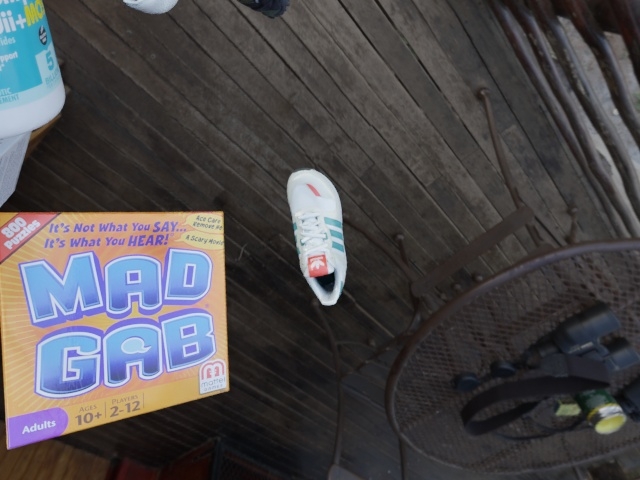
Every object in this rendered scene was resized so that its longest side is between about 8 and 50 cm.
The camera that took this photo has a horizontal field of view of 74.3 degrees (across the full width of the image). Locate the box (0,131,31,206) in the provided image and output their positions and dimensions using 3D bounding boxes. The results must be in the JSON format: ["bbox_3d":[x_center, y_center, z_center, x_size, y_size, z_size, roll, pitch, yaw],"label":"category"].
[{"bbox_3d":[-0.407,-0.077,0.481,0.072,0.137,0.126,27,124,-24],"label":"box"}]

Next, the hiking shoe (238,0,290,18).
[{"bbox_3d":[-0.072,-0.359,0.528,0.114,0.227,0.086,0,86,-25],"label":"hiking shoe"}]

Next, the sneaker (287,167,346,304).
[{"bbox_3d":[0.000,0.000,0.476,0.057,0.075,0.161,-9,119,6],"label":"sneaker"}]

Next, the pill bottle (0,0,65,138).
[{"bbox_3d":[-0.310,-0.224,0.329,0.146,0.146,0.264,6,133,-7],"label":"pill bottle"}]

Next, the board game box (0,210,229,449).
[{"bbox_3d":[-0.425,0.123,0.857,0.356,0.356,0.357,-3,94,-35],"label":"board game box"}]

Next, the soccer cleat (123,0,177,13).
[{"bbox_3d":[-0.157,-0.298,0.349,0.068,0.076,0.196,1,122,5],"label":"soccer cleat"}]
